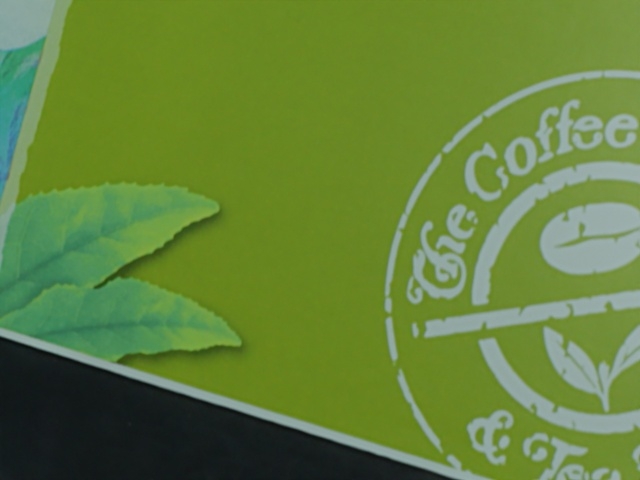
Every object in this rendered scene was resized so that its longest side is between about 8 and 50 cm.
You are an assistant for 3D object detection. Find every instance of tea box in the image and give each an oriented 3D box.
[{"bbox_3d":[0.000,0.000,0.565,0.329,0.220,0.324,14,88,23],"label":"tea box"}]
